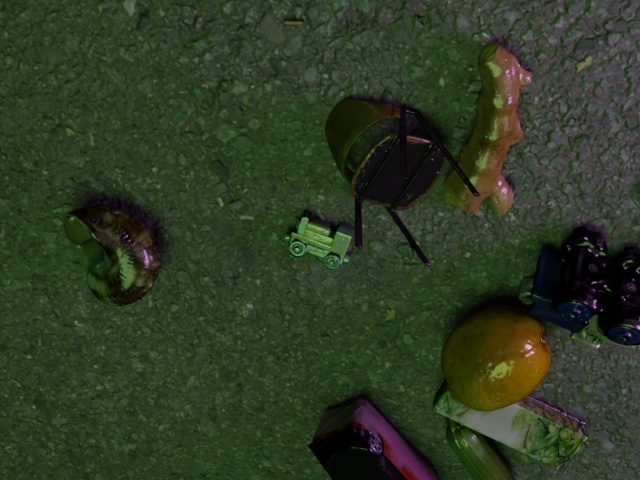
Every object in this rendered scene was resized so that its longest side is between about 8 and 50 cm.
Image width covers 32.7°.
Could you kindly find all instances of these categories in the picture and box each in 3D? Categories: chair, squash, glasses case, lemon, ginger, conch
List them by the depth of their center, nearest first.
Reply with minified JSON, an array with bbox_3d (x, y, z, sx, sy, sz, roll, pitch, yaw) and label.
[{"bbox_3d":[0.264,-0.170,1.721,0.118,0.065,0.298,1,124,-4],"label":"ginger"},{"bbox_3d":[0.114,-0.110,1.734,0.173,0.246,0.158,14,127,-25],"label":"chair"},{"bbox_3d":[0.300,0.202,1.882,0.207,0.170,0.170,-32,110,23],"label":"lemon"},{"bbox_3d":[-0.370,0.024,1.954,0.187,0.124,0.181,37,134,17],"label":"conch"},{"bbox_3d":[0.349,0.323,2.008,0.272,0.062,0.095,26,115,-5],"label":"glasses case"},{"bbox_3d":[0.302,0.411,2.065,0.068,0.077,0.219,-29,109,17],"label":"squash"}]

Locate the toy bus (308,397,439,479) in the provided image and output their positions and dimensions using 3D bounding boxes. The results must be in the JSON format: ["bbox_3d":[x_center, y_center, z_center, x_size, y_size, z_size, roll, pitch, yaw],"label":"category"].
[{"bbox_3d":[0.118,0.443,2.081,0.128,0.147,0.302,-32,112,27],"label":"toy bus"}]

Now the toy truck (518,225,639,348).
[{"bbox_3d":[0.446,0.101,1.812,0.213,0.161,0.177,24,143,-3],"label":"toy truck"}]

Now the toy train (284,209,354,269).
[{"bbox_3d":[0.000,0.000,1.895,0.122,0.050,0.081,21,119,0],"label":"toy train"}]
